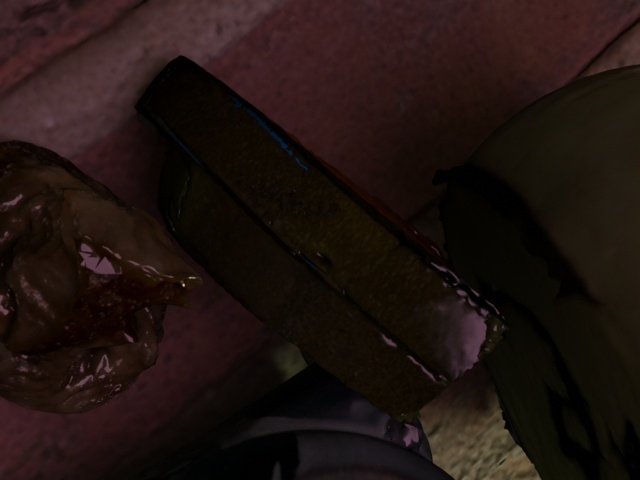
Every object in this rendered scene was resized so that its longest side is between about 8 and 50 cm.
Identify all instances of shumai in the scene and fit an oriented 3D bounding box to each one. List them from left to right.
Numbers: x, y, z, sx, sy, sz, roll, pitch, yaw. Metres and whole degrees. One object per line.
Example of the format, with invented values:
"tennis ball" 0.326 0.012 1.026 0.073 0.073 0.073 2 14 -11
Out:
"shumai" -0.137 0.017 0.919 0.123 0.105 0.139 -42 90 -15

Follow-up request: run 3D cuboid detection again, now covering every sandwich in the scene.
"sandwich" -0.010 -0.001 0.940 0.235 0.159 0.079 39 94 11

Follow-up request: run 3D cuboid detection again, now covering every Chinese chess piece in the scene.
"Chinese chess piece" 0.194 0.080 0.965 0.146 0.349 0.349 -27 110 -7

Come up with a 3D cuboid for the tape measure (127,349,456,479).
"tape measure" -0.016 0.215 0.957 0.256 0.147 0.275 -30 96 -29
